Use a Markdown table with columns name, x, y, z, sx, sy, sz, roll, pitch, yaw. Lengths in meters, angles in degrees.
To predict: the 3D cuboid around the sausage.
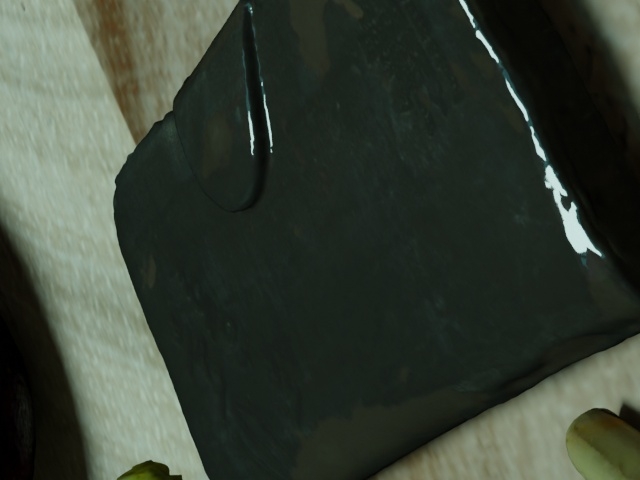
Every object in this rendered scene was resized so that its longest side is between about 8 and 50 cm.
| name | x | y | z | sx | sy | sz | roll | pitch | yaw |
| --- | --- | --- | --- | --- | --- | --- | --- | --- | --- |
| sausage | 0.114 | 0.084 | 0.461 | 0.132 | 0.024 | 0.024 | 37 | 136 | 48 |

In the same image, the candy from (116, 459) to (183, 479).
| name | x | y | z | sx | sy | sz | roll | pitch | yaw |
| --- | --- | --- | --- | --- | --- | --- | --- | --- | --- |
| candy | -0.025 | 0.242 | 0.710 | 0.187 | 0.081 | 0.297 | 11 | 112 | 53 |

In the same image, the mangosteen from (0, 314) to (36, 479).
| name | x | y | z | sx | sy | sz | roll | pitch | yaw |
| --- | --- | --- | --- | --- | --- | --- | --- | --- | --- |
| mangosteen | -0.288 | 0.127 | 0.946 | 0.297 | 0.297 | 0.313 | 37 | 169 | 46 |

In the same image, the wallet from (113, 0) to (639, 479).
| name | x | y | z | sx | sy | sz | roll | pitch | yaw |
| --- | --- | --- | --- | --- | --- | --- | --- | --- | --- |
| wallet | 0.000 | 0.000 | 0.593 | 0.165 | 0.042 | 0.309 | 63 | 152 | 9 |
